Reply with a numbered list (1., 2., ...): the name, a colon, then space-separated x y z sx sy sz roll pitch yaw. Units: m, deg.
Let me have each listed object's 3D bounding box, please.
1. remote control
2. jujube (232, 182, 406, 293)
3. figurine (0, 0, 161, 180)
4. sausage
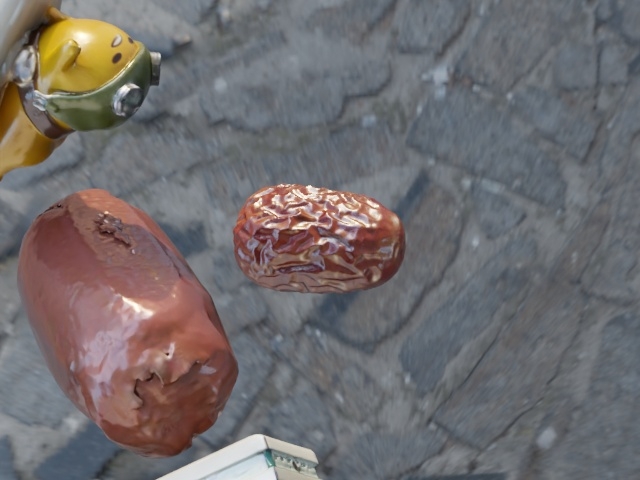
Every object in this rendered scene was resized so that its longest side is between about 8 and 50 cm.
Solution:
1. remote control: -0.138 0.231 1.203 0.277 0.103 0.055 -27 67 14
2. jujube: 0.000 0.000 1.553 0.176 0.109 0.112 5 88 13
3. figurine: -0.218 -0.108 1.271 0.141 0.166 0.250 24 123 2
4. sausage: -0.169 0.067 1.291 0.152 0.152 0.279 -35 45 -4
